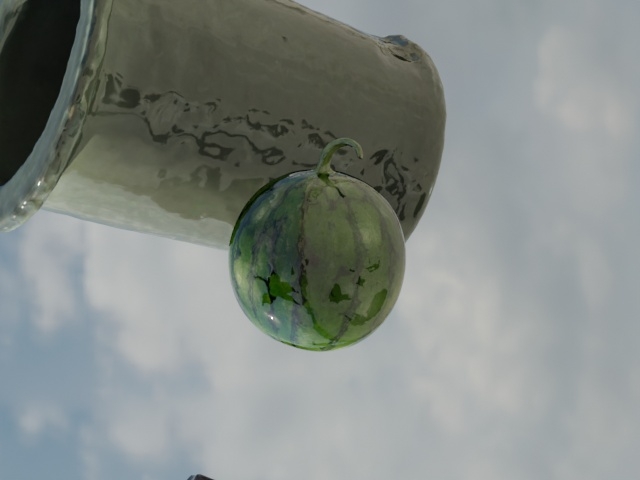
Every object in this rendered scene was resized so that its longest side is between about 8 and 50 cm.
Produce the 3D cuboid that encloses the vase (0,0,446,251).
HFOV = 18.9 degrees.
[{"bbox_3d":[-0.072,-0.089,1.332,0.291,0.245,0.245,15,-109,-24],"label":"vase"}]

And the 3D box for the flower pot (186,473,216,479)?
[{"bbox_3d":[0.010,0.251,1.308,0.179,0.251,0.084,42,-108,-49],"label":"flower pot"}]

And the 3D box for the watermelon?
[{"bbox_3d":[-0.003,0.005,1.023,0.109,0.109,0.109,0,-90,-67],"label":"watermelon"}]
